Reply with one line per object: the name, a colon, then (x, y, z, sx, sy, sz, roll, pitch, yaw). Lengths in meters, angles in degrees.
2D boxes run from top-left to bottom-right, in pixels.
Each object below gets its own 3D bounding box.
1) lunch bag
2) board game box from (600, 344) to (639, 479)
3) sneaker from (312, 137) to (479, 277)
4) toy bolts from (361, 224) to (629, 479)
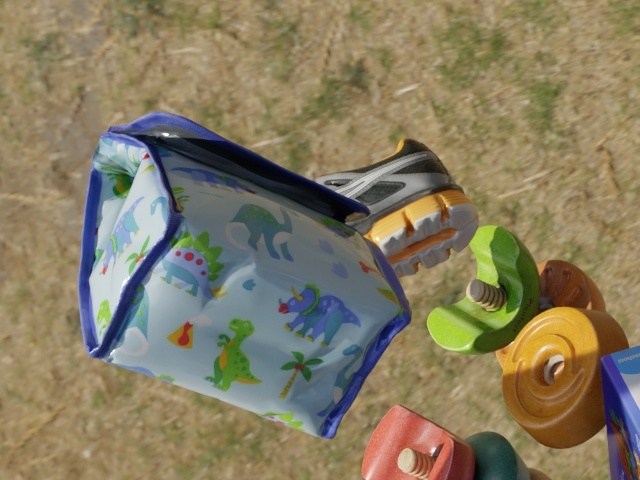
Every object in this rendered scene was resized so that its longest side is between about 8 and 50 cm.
lunch bag: (-0.042, 0.005, 0.648, 0.129, 0.151, 0.096, 25, 107, -24)
board game box: (0.319, 0.177, 0.914, 0.233, 0.078, 0.347, -18, 134, -1)
sneaker: (0.000, 0.000, 0.954, 0.215, 0.084, 0.083, -21, 58, 2)
toy bolts: (0.168, 0.137, 1.031, 0.228, 0.158, 0.218, -61, 32, 5)
